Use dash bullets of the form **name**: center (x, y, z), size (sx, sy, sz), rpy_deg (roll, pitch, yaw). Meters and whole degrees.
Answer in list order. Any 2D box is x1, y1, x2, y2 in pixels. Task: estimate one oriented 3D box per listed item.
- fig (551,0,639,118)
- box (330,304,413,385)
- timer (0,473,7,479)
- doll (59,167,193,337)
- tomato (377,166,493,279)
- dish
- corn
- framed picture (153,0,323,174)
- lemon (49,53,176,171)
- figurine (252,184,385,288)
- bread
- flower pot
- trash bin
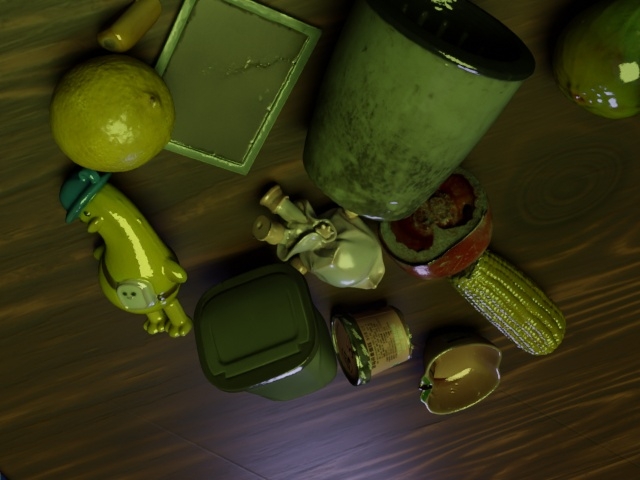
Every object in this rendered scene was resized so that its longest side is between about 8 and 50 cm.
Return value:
- **fig**: center (0.520, -0.316, 1.486), size (0.230, 0.207, 0.207), rpy_deg (-25, 129, -4)
- **box**: center (0.108, 0.205, 1.781), size (0.135, 0.151, 0.151), rpy_deg (-17, 129, -16)
- **timer**: center (-0.759, 0.589, 1.827), size (0.254, 0.078, 0.178), rpy_deg (-23, 128, 1)
- **doll**: center (-0.321, 0.019, 1.496), size (0.200, 0.145, 0.363), rpy_deg (3, 133, 29)
- **tomato**: center (0.228, -0.017, 1.653), size (0.214, 0.180, 0.155), rpy_deg (-30, 143, 7)
- **dish**: center (0.292, 0.277, 1.925), size (0.214, 0.090, 0.213), rpy_deg (-10, 128, -14)
- **corn**: center (0.392, 0.125, 1.821), size (0.131, 0.131, 0.344), rpy_deg (-43, 126, 15)
- **framed picture**: center (-0.161, -0.260, 1.426), size (0.231, 0.018, 0.293), rpy_deg (17, 119, -27)
- **lemon**: center (-0.320, -0.192, 1.325), size (0.203, 0.178, 0.178), rpy_deg (-8, 137, 33)
- **figurine**: center (0.001, 0.000, 1.598), size (0.276, 0.133, 0.200), rpy_deg (26, 118, -31)
- **bread**: center (-0.290, -0.325, 1.322), size (0.062, 0.103, 0.049), rpy_deg (-6, 131, 44)
- **flower pot**: center (0.136, -0.216, 1.393), size (0.294, 0.293, 0.330), rpy_deg (10, 128, -24)
- **trash bin**: center (-0.085, 0.187, 1.621), size (0.220, 0.219, 0.250), rpy_deg (-19, 154, 9)
